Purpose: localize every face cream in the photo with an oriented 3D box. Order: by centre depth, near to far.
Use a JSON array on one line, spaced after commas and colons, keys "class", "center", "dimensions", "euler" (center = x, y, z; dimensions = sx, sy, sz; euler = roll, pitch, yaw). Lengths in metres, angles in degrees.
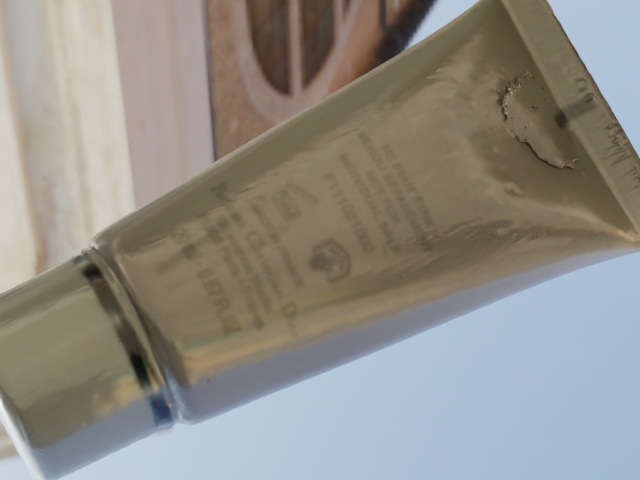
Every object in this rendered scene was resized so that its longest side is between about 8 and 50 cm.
[{"class": "face cream", "center": [0.000, 0.000, 0.631], "dimensions": [0.314, 0.089, 0.143], "euler": [-27, -99, -14]}]
